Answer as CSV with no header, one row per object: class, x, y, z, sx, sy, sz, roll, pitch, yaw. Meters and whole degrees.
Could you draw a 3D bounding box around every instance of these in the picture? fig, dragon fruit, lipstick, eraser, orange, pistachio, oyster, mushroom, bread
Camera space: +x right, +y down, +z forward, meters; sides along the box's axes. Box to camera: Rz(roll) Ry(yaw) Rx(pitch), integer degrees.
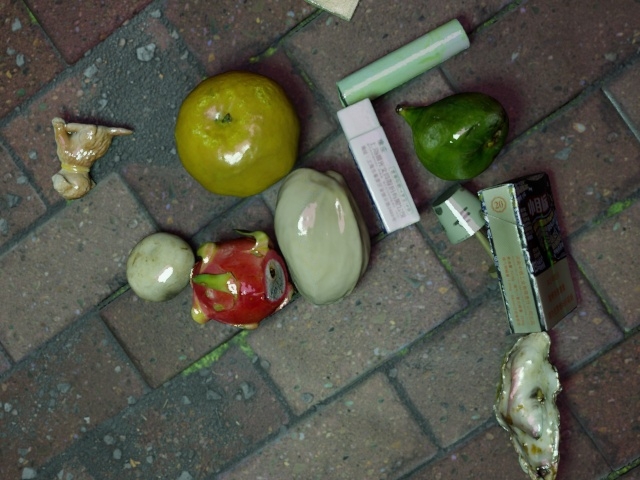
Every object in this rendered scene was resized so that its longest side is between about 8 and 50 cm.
fig,0.272,-0.249,1.472,0.203,0.203,0.235,-49,54,7
dragon fruit,-0.186,0.088,1.520,0.227,0.224,0.224,1,94,21
lipstick,0.176,-0.387,1.511,0.304,0.076,0.076,-28,90,8
eraser,0.126,-0.158,1.505,0.086,0.130,0.287,-23,90,5
orange,-0.177,-0.228,1.486,0.279,0.235,0.279,-2,80,12
pistachio,0.000,0.000,1.497,0.226,0.208,0.332,3,116,36
oyster,0.467,0.377,1.513,0.166,0.110,0.341,-17,89,2
mushroom,-0.367,0.061,1.580,0.166,0.127,0.166,-5,71,13
bread,0.015,-0.556,1.541,0.153,0.028,0.068,25,96,3

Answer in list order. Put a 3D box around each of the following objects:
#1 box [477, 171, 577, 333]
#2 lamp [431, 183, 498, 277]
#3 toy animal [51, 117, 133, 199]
box,0.441,0.022,1.443,0.084,0.198,0.310,-12,94,40
lamp,0.341,-0.019,1.496,0.121,0.121,0.215,-39,98,7
toy animal,-0.537,-0.182,1.595,0.183,0.104,0.185,6,90,-1
